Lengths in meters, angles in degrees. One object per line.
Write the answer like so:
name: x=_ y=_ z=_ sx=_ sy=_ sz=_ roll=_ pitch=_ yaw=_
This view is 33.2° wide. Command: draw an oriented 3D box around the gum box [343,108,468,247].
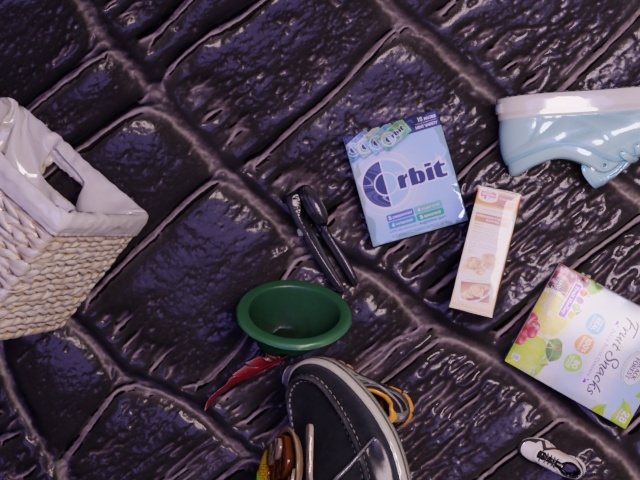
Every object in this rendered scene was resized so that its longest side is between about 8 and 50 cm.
gum box: x=0.136 y=-0.098 z=1.709 sx=0.157 sy=0.041 sz=0.184 roll=-16 pitch=86 yaw=9

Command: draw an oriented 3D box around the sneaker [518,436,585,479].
sneaker: x=0.356 y=0.335 z=1.652 sx=0.109 sy=0.044 sz=0.040 roll=21 pitch=93 yaw=12

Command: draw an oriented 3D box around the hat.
hat: x=-0.057 y=0.183 z=1.729 sx=0.208 sy=0.173 sz=0.183 roll=14 pitch=125 yaw=17

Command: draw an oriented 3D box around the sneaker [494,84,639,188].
sneaker: x=0.451 y=-0.155 z=1.620 sx=0.366 sy=0.135 sz=0.150 roll=-2 pitch=95 yaw=19

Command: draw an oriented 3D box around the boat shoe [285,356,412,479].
boat shoe: x=0.035 y=0.403 z=1.545 sx=0.187 sy=0.156 sz=0.500 roll=-34 pitch=63 yaw=42

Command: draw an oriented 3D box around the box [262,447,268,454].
box: x=-0.050 y=0.349 z=1.702 sx=0.052 sy=0.083 sz=0.062 roll=-20 pitch=85 yaw=11

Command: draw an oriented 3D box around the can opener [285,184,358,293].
can opener: x=0.000 y=0.000 z=1.723 sx=0.059 sy=0.073 sz=0.186 roll=-24 pitch=93 yaw=0

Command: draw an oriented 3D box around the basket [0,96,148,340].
basket: x=-0.509 y=-0.039 z=1.685 sx=0.328 sy=0.331 sz=0.266 roll=40 pitch=100 yaw=10

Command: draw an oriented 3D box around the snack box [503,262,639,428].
snack box: x=0.412 y=0.158 z=1.635 sx=0.207 sy=0.070 sz=0.174 roll=29 pitch=92 yaw=8

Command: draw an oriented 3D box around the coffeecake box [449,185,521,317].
coffeecake box: x=0.251 y=0.018 z=1.632 sx=0.068 sy=0.142 sz=0.185 roll=14 pitch=90 yaw=10

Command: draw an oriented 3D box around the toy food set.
toy food set: x=-0.061 y=0.334 z=1.549 sx=0.039 sy=0.192 sz=0.132 roll=9 pitch=66 yaw=-20

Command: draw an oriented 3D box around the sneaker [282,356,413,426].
sneaker: x=0.040 y=0.240 z=1.692 sx=0.215 sy=0.083 sz=0.084 roll=14 pitch=92 yaw=12
